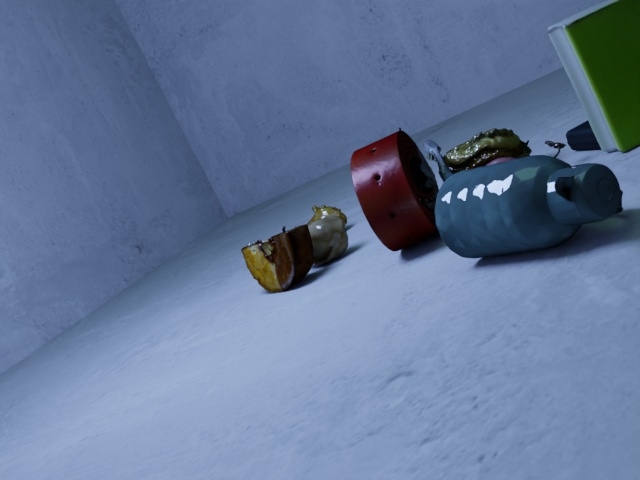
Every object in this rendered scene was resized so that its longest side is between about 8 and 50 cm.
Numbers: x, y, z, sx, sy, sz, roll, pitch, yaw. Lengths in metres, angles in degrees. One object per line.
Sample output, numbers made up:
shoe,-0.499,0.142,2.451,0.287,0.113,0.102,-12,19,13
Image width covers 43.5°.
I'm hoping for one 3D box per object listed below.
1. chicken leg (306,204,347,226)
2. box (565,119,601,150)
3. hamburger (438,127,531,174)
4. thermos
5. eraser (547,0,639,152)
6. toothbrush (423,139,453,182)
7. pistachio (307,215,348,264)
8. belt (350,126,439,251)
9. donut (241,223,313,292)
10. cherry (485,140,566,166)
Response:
chicken leg,-0.020,-0.034,2.208,0.207,0.085,0.101,-30,50,30
box,0.645,-0.259,1.684,0.230,0.050,0.160,-28,9,-8
hamburger,0.370,-0.165,1.789,0.183,0.130,0.206,-19,-7,32
thermos,0.323,-0.051,1.203,0.182,0.145,0.286,7,-8,-32
eraser,0.589,-0.331,1.537,0.210,0.274,0.092,-27,8,-4
toothbrush,0.270,-0.119,1.637,0.035,0.042,0.413,-10,29,-3
pistachio,0.000,0.000,1.877,0.149,0.113,0.113,-15,15,47
belt,0.164,-0.107,1.633,0.115,0.227,0.324,-22,8,18
donut,-0.086,0.039,1.832,0.085,0.141,0.217,-21,4,-36
cherry,0.390,-0.136,1.589,0.225,0.090,0.107,-33,8,-33
